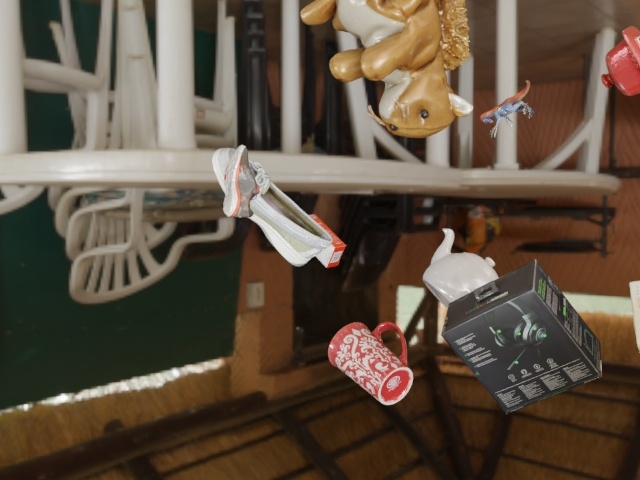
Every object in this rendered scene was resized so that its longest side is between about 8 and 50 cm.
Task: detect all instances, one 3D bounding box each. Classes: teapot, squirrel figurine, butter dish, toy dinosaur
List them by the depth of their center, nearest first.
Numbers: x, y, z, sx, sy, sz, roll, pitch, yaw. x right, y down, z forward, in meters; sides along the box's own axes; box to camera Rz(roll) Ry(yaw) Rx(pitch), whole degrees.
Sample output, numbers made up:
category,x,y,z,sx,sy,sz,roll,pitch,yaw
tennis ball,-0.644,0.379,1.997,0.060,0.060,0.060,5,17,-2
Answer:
category,x,y,z,sx,sy,sz,roll,pitch,yaw
toy dinosaur,0.290,-0.206,1.116,0.082,0.090,0.047,13,-167,37
squirrel figurine,0.213,-0.426,1.531,0.397,0.370,0.281,-38,-165,-31
butter dish,0.693,-0.387,1.608,0.118,0.160,0.160,-31,-179,37
teapot,0.440,0.128,2.079,0.256,0.187,0.252,48,178,-36

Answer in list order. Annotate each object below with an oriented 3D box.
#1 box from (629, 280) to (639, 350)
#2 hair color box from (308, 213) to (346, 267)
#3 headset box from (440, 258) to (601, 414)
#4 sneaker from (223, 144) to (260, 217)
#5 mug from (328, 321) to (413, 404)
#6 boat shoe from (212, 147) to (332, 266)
category,x,y,z,sx,sy,sz,roll,pitch,yaw
box,0.690,0.126,1.172,0.311,0.121,0.148,-11,147,29
hair color box,0.000,0.000,1.874,0.043,0.072,0.141,-11,-135,-41
headset box,0.446,0.214,1.604,0.246,0.283,0.131,-34,-166,32
sneaker,-0.151,-0.112,1.403,0.065,0.158,0.061,15,155,-26
mug,0.117,0.248,1.506,0.113,0.150,0.169,26,-173,-41
boat shoe,-0.107,-0.085,1.556,0.103,0.320,0.118,-33,-165,25
